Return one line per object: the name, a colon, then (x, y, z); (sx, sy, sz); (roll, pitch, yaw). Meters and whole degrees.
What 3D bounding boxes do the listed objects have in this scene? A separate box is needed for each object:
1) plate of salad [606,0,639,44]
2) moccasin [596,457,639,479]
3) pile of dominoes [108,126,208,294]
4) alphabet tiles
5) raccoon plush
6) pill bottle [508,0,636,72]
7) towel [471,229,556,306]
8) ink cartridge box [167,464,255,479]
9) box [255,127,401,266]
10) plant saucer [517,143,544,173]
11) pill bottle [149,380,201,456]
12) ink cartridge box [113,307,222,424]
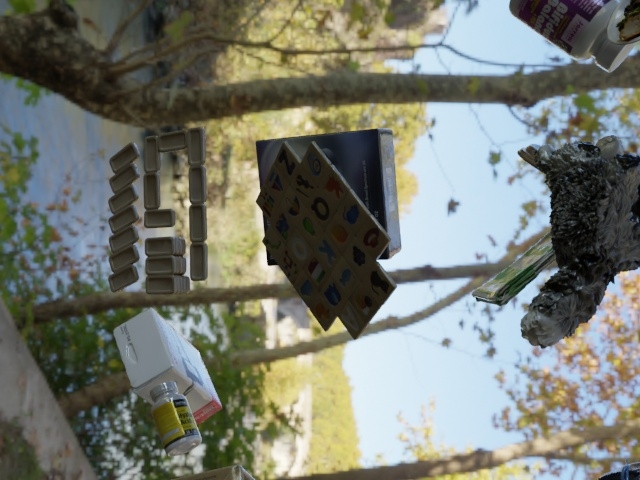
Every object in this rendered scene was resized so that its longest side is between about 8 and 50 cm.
plate of salad: (0.617, -0.455, 1.450); (0.200, 0.048, 0.200); (-45, -157, 26)
moccasin: (0.673, 0.504, 1.556); (0.342, 0.116, 0.138); (-35, -122, 55)
pile of dominoes: (-0.249, -0.041, 1.215); (0.040, 0.195, 0.251); (6, 81, -61)
alphabet tiles: (0.000, 0.000, 1.382); (0.343, 0.011, 0.285); (54, -40, 22)
raccoon plush: (0.453, -0.033, 1.483); (0.216, 0.446, 0.299); (57, -13, -24)
pill bottle: (0.628, -0.550, 1.896); (0.301, 0.169, 0.169); (42, -23, 18)
towel: (0.516, 0.040, 1.865); (0.038, 0.325, 0.248); (49, -3, 1)
ink cartridge box: (-0.176, 0.397, 1.038); (0.193, 0.234, 0.088); (63, 16, -49)
box: (0.022, -0.099, 1.799); (0.182, 0.293, 0.297); (-22, 107, -72)
plant saucer: (0.634, -0.176, 1.968); (0.278, 0.277, 0.041); (-97, -150, -67)
pill bottle: (-0.253, 0.305, 1.328); (0.065, 0.065, 0.116); (97, -31, -61)
ink cartridge box: (-0.328, 0.280, 1.670); (0.172, 0.100, 0.237); (58, 0, 38)
